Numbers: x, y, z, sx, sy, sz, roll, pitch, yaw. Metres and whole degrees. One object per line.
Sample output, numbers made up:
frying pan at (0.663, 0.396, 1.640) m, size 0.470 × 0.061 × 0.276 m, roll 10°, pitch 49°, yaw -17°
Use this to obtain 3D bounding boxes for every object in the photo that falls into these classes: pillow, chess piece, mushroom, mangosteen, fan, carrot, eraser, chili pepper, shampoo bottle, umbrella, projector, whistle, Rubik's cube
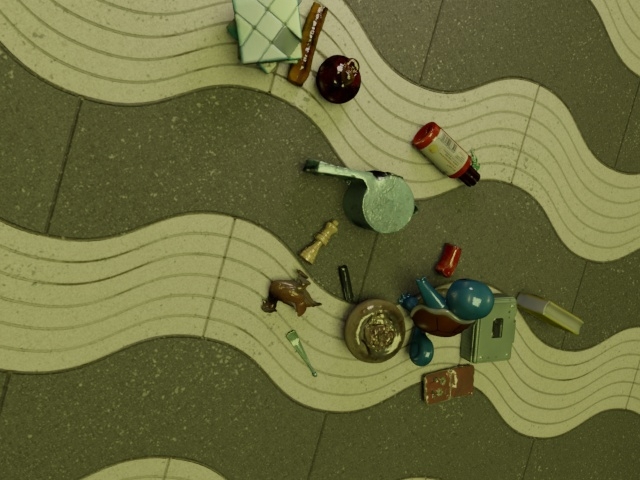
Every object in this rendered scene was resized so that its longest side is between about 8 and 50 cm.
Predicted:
pillow at (0.498, 0.556, 1.809) m, size 0.232 × 0.043 × 0.126 m, roll -6°, pitch 98°, yaw -20°
chess piece at (0.000, 0.000, 1.557) m, size 0.060 × 0.060 × 0.172 m, roll 41°, pitch 80°, yaw -19°
mushroom at (0.192, 0.311, 1.599) m, size 0.226 × 0.178 × 0.227 m, roll 1°, pitch 89°, yaw -25°
mangosteen at (0.062, -0.507, 1.464) m, size 0.152 × 0.152 × 0.153 m, roll -3°, pitch 98°, yaw -19°
fan at (-0.061, 0.392, 1.605) m, size 0.038 × 0.016 × 0.193 m, roll -30°, pitch 105°, yaw -11°
carrot at (-0.039, -0.612, 1.459) m, size 0.070 × 0.070 × 0.260 m, roll 18°, pitch 88°, yaw -21°
eraser at (0.905, 0.287, 1.858) m, size 0.226 × 0.158 × 0.069 m, roll 29°, pitch 89°, yaw -21°
chili pepper at (0.473, 0.075, 1.726) m, size 0.070 × 0.073 × 0.123 m, roll 20°, pitch 93°, yaw -54°
shampoo bottle at (0.457, -0.293, 1.653) m, size 0.278 × 0.104 × 0.104 m, roll 37°, pitch 84°, yaw -19°
umbrella at (0.091, 0.149, 1.619) m, size 0.036 × 0.031 × 0.133 m, roll -14°, pitch 102°, yaw -16°
projector at (0.654, 0.339, 1.807) m, size 0.192 × 0.099 × 0.257 m, roll 0°, pitch 97°, yaw -21°
whistle at (0.141, -0.169, 1.523) m, size 0.405 × 0.168 × 0.188 m, roll 42°, pitch 83°, yaw -19°
Rubik's cube at (-0.160, -0.620, 1.346) m, size 0.224 × 0.213 × 0.265 m, roll -7°, pitch 110°, yaw -4°

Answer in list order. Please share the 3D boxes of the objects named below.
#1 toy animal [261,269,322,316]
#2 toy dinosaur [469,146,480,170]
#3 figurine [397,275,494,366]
toy animal at (-0.091, 0.195, 1.540) m, size 0.188 × 0.089 × 0.179 m, roll 36°, pitch 101°, yaw -20°
toy dinosaur at (0.579, -0.299, 1.740) m, size 0.062 × 0.021 × 0.083 m, roll 17°, pitch 95°, yaw -28°
figurine at (0.416, 0.245, 1.633) m, size 0.297 × 0.243 × 0.416 m, roll 20°, pitch 130°, yaw -16°
